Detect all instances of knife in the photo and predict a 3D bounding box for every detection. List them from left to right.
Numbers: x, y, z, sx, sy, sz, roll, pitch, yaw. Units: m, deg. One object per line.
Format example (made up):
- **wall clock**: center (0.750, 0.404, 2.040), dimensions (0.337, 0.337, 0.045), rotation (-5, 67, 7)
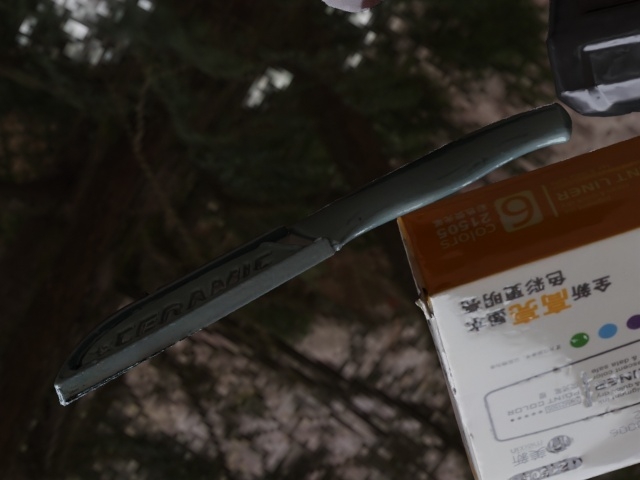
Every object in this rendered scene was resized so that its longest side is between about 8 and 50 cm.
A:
- **knife**: center (0.000, -0.001, 0.579), dimensions (0.210, 0.015, 0.028), rotation (-27, -144, -16)

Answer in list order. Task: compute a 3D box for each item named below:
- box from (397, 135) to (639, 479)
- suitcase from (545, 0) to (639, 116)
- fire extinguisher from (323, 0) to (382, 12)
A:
- **box**: center (0.204, 0.040, 1.083), dimensions (0.091, 0.273, 0.221), rotation (-107, -3, -49)
- **suitcase**: center (0.253, -0.092, 0.693), dimensions (0.285, 0.206, 0.066), rotation (-3, -92, -42)
- **fire extinguisher**: center (-0.003, -0.167, 0.758), dimensions (0.045, 0.078, 0.157), rotation (59, -165, -49)
